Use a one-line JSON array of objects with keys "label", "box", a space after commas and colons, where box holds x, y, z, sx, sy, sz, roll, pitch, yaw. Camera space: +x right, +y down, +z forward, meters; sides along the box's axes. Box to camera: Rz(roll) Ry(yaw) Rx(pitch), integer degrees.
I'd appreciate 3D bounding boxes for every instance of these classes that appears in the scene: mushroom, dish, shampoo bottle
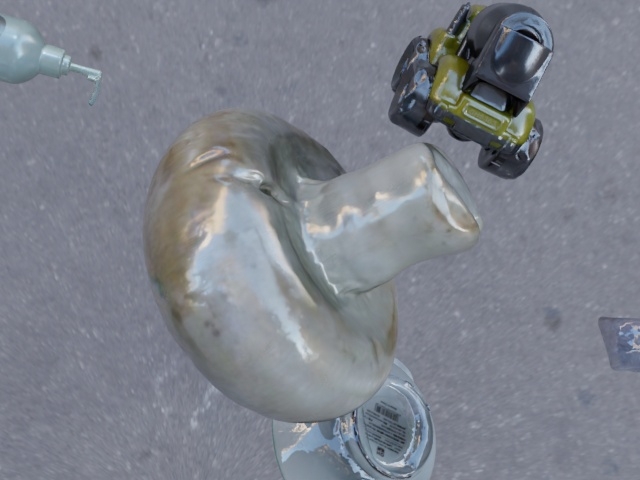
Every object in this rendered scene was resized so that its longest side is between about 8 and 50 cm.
[{"label": "mushroom", "box": [0.000, 0.000, 0.800, 0.244, 0.243, 0.243, 2, 75, -6]}, {"label": "dish", "box": [0.042, 0.184, 1.107, 0.246, 0.078, 0.224, 43, 52, -15]}, {"label": "shampoo bottle", "box": [-0.272, -0.161, 0.897, 0.195, 0.056, 0.056, 14, 74, -6]}]

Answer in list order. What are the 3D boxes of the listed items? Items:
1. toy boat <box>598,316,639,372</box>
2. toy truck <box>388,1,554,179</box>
[{"label": "toy boat", "box": [0.477, 0.044, 1.240, 0.276, 0.111, 0.293, 19, 80, 16]}, {"label": "toy truck", "box": [0.169, -0.179, 1.142, 0.147, 0.224, 0.165, 25, 112, -9]}]
